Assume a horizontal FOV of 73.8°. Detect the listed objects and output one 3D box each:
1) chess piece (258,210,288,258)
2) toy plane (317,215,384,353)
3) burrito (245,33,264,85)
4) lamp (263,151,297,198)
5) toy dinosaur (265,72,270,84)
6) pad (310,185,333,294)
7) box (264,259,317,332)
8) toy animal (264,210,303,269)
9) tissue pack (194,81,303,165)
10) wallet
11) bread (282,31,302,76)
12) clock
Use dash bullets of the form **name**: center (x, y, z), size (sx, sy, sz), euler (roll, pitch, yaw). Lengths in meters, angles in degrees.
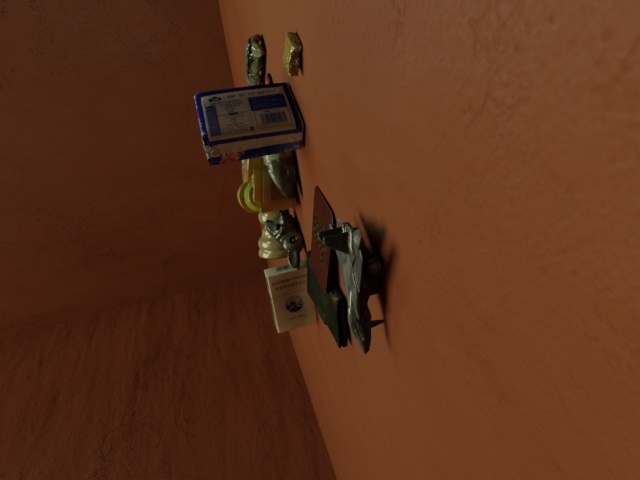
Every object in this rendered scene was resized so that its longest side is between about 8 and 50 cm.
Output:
- **chess piece**: center (-0.199, -0.081, 1.833), size (0.167, 0.167, 0.299), euler (-142, 47, -73)
- **toy plane**: center (0.077, 0.092, 0.799), size (0.212, 0.088, 0.267), euler (-134, 24, -71)
- **burrito**: center (-0.245, -0.647, 1.574), size (0.309, 0.066, 0.095), euler (154, 108, -78)
- **lamp**: center (-0.131, -0.253, 1.370), size (0.101, 0.101, 0.249), euler (-150, 45, -75)
- **toy dinosaur**: center (-0.201, -0.526, 1.540), size (0.286, 0.071, 0.138), euler (-126, 36, -71)
- **pad**: center (0.000, 0.000, 1.157), size (0.181, 0.005, 0.266), euler (-116, 25, -53)
- **box**: center (-0.111, 0.216, 1.643), size (0.069, 0.164, 0.256), euler (-130, 29, -63)
- **toy animal**: center (-0.110, -0.008, 1.605), size (0.236, 0.108, 0.138), euler (52, -164, 25)
- **tissue pack**: center (-0.198, -0.322, 1.182), size (0.137, 0.270, 0.209), euler (94, 159, -54)
- **wallet**: center (0.015, 0.163, 1.272), size (0.317, 0.044, 0.168), euler (-127, 30, -61)
- **bread**: center (-0.067, -0.441, 1.006), size (0.083, 0.035, 0.070), euler (102, 153, -51)
- **clock**: center (-0.202, -0.260, 1.518), size (0.244, 0.201, 0.316), euler (-160, 66, -73)
